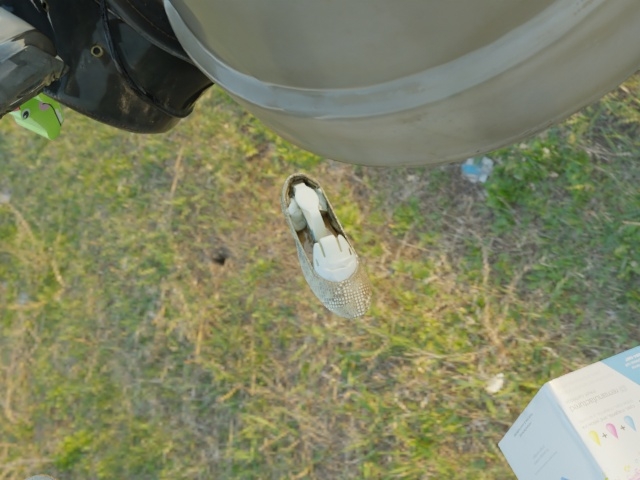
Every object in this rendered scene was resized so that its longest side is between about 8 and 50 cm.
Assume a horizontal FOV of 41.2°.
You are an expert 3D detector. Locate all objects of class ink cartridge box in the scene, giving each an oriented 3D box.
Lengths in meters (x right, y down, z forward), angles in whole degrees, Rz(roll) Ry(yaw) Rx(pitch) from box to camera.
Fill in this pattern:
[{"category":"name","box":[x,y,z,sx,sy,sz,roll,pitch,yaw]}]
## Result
[{"category":"ink cartridge box","box":[0.192,0.151,0.508,0.143,0.092,0.090,61,154,30]}]

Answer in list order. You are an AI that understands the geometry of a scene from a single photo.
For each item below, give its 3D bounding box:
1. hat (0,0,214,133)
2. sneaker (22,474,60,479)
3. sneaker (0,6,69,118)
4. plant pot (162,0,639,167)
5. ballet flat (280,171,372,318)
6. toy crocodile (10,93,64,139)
[{"category":"hat","box":[-0.170,-0.174,0.648,0.134,0.331,0.331,-44,53,16]},{"category":"sneaker","box":[-0.229,0.305,0.656,0.121,0.099,0.262,-39,38,43]},{"category":"sneaker","box":[-0.261,-0.131,0.536,0.271,0.108,0.100,22,52,39]},{"category":"plant pot","box":[0.003,-0.228,0.352,0.323,0.280,0.323,-10,68,28]},{"category":"ballet flat","box":[0.000,0.000,1.021,0.073,0.067,0.206,-25,59,-9]},{"category":"toy crocodile","box":[-0.379,-0.236,0.991,0.115,0.340,0.105,28,61,14]}]
